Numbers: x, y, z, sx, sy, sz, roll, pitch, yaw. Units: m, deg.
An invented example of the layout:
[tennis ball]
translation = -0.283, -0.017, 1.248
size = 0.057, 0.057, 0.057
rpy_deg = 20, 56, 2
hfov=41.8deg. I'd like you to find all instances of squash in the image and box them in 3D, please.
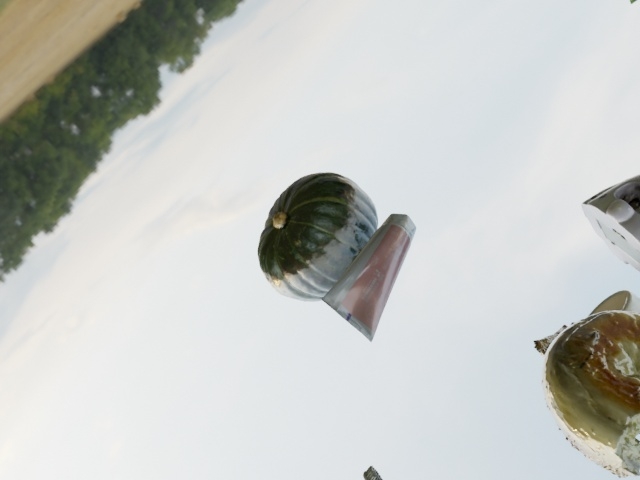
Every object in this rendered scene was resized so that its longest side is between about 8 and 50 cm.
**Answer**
[squash]
translation = -0.004, -0.003, 1.356
size = 0.218, 0.172, 0.218
rpy_deg = -19, -123, 33

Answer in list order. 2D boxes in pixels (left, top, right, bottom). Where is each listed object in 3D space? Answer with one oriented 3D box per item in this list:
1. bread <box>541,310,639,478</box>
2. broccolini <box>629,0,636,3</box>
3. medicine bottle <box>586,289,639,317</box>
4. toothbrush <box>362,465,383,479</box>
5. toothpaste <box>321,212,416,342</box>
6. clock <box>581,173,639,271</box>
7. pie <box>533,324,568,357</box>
[bread]
translation = 0.453, 0.235, 1.362
size = 0.314, 0.192, 0.171
rpy_deg = -52, 155, -46
[broccolini]
translation = 0.510, -0.394, 1.221
size = 0.140, 0.030, 0.035
rpy_deg = -31, -133, 41
[medicine bottle]
translation = 0.700, 0.246, 1.774
size = 0.165, 0.273, 0.165
rpy_deg = -47, -178, 2
[toothbrush]
translation = 0.176, 0.558, 1.529
size = 0.354, 0.024, 0.029
rpy_deg = 53, -52, 37
[toothpaste]
translation = 0.061, 0.033, 0.918
size = 0.043, 0.067, 0.194
rpy_deg = -45, -175, 37
[clock]
translation = 0.541, -0.064, 1.231
size = 0.254, 0.189, 0.189
rpy_deg = -38, -161, -2
[pie]
translation = 0.528, 0.235, 1.840
size = 0.170, 0.092, 0.034
rpy_deg = -10, 142, -46
